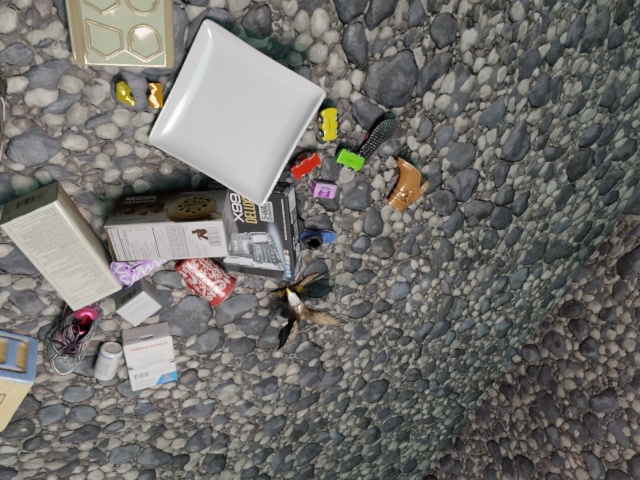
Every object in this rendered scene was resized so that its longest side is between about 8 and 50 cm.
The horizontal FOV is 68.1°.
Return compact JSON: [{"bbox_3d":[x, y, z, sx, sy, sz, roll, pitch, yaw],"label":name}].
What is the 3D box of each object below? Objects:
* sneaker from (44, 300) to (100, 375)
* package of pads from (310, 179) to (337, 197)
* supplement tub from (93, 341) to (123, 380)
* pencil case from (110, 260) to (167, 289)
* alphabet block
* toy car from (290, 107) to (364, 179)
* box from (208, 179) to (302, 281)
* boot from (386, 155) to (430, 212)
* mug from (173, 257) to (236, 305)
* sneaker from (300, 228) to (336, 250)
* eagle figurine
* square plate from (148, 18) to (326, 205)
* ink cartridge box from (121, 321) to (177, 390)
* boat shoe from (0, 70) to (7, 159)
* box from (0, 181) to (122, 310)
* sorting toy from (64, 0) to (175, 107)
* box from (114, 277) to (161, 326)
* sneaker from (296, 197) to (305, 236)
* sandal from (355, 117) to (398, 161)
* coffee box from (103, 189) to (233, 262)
[{"bbox_3d":[-0.734,0.283,1.394,0.120,0.112,0.299,12,115,-33],"label":"sneaker"},{"bbox_3d":[0.011,-0.166,1.541,0.083,0.032,0.050,3,117,-29],"label":"package of pads"},{"bbox_3d":[-0.679,0.384,1.515,0.070,0.071,0.107,14,113,-33],"label":"supplement tub"},{"bbox_3d":[-0.484,0.047,1.325,0.088,0.206,0.086,-20,106,37],"label":"pencil case"},{"bbox_3d":[-0.926,0.379,1.307,0.193,0.192,0.197,28,103,-36],"label":"alphabet block"},{"bbox_3d":[0.037,-0.276,1.470,0.224,0.053,0.239,18,112,-35],"label":"toy car"},{"bbox_3d":[-0.186,-0.034,1.410,0.242,0.077,0.308,8,126,15],"label":"box"},{"bbox_3d":[0.283,-0.189,1.645,0.152,0.073,0.197,-44,127,10],"label":"boot"},{"bbox_3d":[-0.373,0.118,1.465,0.150,0.113,0.169,-36,116,14],"label":"mug"},{"bbox_3d":[0.000,0.001,1.609,0.152,0.085,0.058,7,116,-31],"label":"sneaker"},{"bbox_3d":[-0.065,0.251,1.600,0.225,0.298,0.226,26,106,-38],"label":"eagle figurine"},{"bbox_3d":[-0.217,-0.320,1.224,0.347,0.049,0.344,30,104,-6],"label":"square plate"},{"bbox_3d":[-0.562,0.380,1.563,0.148,0.086,0.203,-9,123,-22],"label":"ink cartridge box"},{"bbox_3d":[-0.772,-0.222,1.053,0.112,0.095,0.335,11,114,-33],"label":"boat shoe"},{"bbox_3d":[-0.670,0.021,1.249,0.147,0.121,0.311,-25,129,-11],"label":"box"},{"bbox_3d":[-0.456,-0.466,1.102,0.228,0.041,0.308,-10,124,-27],"label":"sorting toy"},{"bbox_3d":[-0.551,0.180,1.428,0.101,0.102,0.087,-37,128,-2],"label":"box"},{"bbox_3d":[-0.106,-0.017,1.536,0.130,0.109,0.287,-27,138,-32],"label":"sneaker"},{"bbox_3d":[0.173,-0.328,1.522,0.067,0.040,0.179,27,120,-32],"label":"sandal"},{"bbox_3d":[-0.395,-0.041,1.268,0.296,0.168,0.119,-3,124,-2],"label":"coffee box"}]
